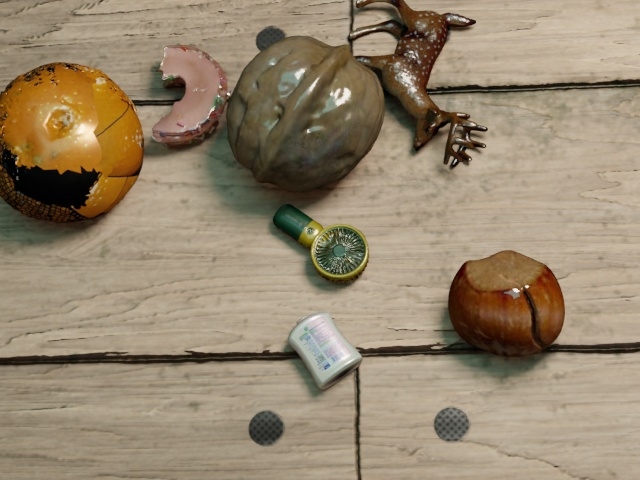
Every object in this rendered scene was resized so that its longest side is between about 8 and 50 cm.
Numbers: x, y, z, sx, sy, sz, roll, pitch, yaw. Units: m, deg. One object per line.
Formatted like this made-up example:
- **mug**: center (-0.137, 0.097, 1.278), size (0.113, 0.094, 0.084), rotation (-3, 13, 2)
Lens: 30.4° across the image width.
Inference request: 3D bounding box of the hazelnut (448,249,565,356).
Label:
- **hazelnut**: center (0.247, 0.087, 1.571), size (0.154, 0.143, 0.143), rotation (-2, 69, 12)

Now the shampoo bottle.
- **shampoo bottle**: center (0.002, 0.145, 1.608), size (0.072, 0.043, 0.099), rotation (-34, 70, -9)

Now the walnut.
- **walnut**: center (-0.022, -0.177, 1.641), size (0.224, 0.224, 0.224), rotation (-2, 69, 4)

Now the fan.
- **fan**: center (0.000, 0.000, 1.665), size (0.155, 0.039, 0.082), rotation (36, 77, 17)

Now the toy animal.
- **toy animal**: center (0.142, -0.248, 1.723), size (0.260, 0.087, 0.243), rotation (18, 73, 14)

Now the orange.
- **orange**: center (-0.365, -0.139, 1.680), size (0.234, 0.182, 0.234), rotation (3, 67, -8)

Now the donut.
- **donut**: center (-0.186, -0.214, 1.747), size (0.117, 0.065, 0.166), rotation (1, 71, 7)
